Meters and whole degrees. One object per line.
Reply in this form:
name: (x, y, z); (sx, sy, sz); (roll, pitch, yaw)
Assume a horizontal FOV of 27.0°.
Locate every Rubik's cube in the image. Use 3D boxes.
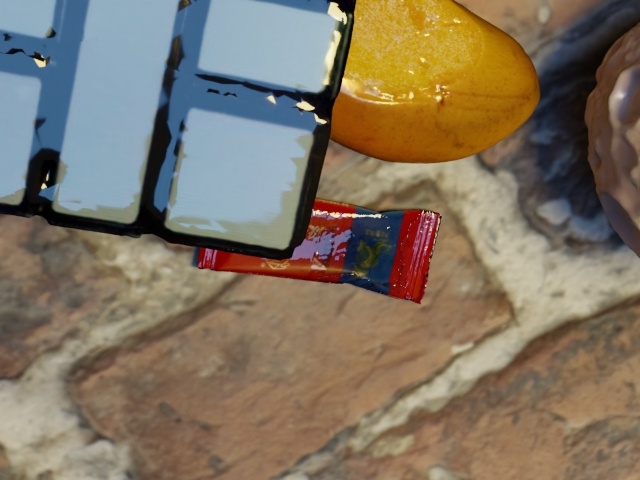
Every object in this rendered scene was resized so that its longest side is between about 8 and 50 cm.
Rubik's cube: (-0.138, -0.171, 0.916); (0.284, 0.288, 0.293); (7, 103, -12)

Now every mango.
mango: (0.076, -0.131, 1.068); (0.217, 0.102, 0.141); (6, 81, -18)

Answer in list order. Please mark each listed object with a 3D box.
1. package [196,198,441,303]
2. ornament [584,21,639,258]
package: (0.000, 0.000, 1.131); (0.201, 0.022, 0.083); (9, 105, -12)
ornament: (0.330, -0.074, 1.047); (0.225, 0.259, 0.259); (-34, 110, -1)
